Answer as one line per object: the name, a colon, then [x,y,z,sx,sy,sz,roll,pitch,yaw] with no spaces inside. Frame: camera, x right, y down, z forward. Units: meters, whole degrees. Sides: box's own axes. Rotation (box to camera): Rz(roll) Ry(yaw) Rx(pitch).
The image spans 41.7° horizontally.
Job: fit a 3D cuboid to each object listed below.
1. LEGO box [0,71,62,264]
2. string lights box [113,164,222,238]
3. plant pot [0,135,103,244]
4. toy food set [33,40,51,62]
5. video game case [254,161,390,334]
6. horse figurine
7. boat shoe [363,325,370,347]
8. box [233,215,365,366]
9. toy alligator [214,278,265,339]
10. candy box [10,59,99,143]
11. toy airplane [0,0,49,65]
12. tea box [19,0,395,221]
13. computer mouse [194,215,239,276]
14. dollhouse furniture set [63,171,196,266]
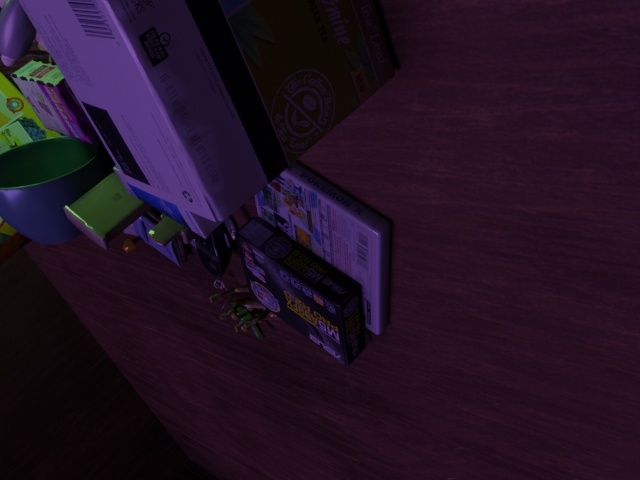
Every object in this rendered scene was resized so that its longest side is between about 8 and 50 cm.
LEGO box: [-0.903,-0.218,2.207,0.500,0.372,0.193,46,155,0]
string lights box: [-0.254,-0.112,1.558,0.260,0.133,0.077,27,153,41]
plant pot: [-0.650,-0.107,2.027,0.290,0.290,0.195,21,132,42]
toy food set: [-0.616,-0.450,1.830,0.122,0.019,0.078,52,156,7]
video game case: [0.000,0.000,1.516,0.300,0.036,0.329,34,153,25]
horse figurine: [-0.126,0.137,1.805,0.263,0.174,0.066,22,127,56]
boat shoe: [0.075,0.179,1.667,0.035,0.035,0.100,30,157,27]
box: [-0.038,0.098,1.606,0.270,0.060,0.216,34,152,27]
toy alligator: [-0.192,0.158,2.038,0.189,0.056,0.051,54,-165,-15]
candy box: [-0.594,-0.321,1.923,0.233,0.071,0.159,19,144,43]
toy airplane: [-0.626,-0.491,1.481,0.386,0.272,0.384,19,143,45]
tea box: [-0.128,-0.261,0.982,0.220,0.323,0.329,22,146,43]
computer mouse: [-0.210,-0.027,1.782,0.184,0.060,0.262,27,137,44]
dollhouse furniture set: [-0.423,0.011,2.002,0.286,0.198,0.303,36,154,23]
